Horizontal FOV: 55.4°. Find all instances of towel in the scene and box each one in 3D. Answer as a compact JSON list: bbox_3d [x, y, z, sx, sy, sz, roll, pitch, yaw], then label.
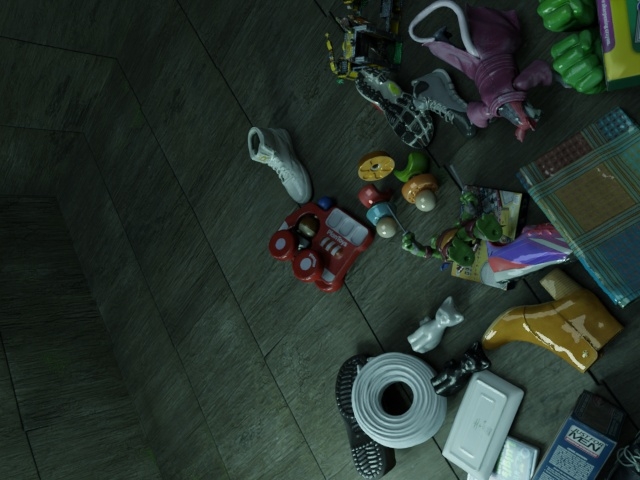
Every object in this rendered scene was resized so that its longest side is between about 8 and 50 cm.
[{"bbox_3d":[0.626,-0.076,1.270,0.271,0.040,0.370,-33,66,8],"label":"towel"}]

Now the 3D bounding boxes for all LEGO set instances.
[{"bbox_3d":[0.101,-0.614,1.735,0.255,0.192,0.331,22,107,42],"label":"LEGO set"}]

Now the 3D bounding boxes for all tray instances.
[{"bbox_3d":[0.410,0.475,1.573,0.145,0.030,0.270,26,102,41],"label":"tray"}]

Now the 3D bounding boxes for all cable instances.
[{"bbox_3d":[0.214,0.434,1.675,0.257,0.089,0.257,-6,63,16],"label":"cable"}]

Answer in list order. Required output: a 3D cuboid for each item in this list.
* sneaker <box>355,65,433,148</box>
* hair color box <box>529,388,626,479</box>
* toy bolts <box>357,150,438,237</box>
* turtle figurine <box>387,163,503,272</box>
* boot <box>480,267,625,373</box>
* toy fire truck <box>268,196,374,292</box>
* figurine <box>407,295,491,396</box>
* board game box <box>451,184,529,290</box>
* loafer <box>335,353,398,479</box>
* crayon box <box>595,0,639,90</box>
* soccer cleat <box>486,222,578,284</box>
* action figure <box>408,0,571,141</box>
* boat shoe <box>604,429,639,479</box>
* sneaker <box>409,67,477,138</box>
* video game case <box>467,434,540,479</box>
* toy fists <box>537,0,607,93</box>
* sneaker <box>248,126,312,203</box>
[{"bbox_3d":[0.214,-0.376,1.697,0.107,0.118,0.279,-41,88,13],"label":"sneaker"},{"bbox_3d":[0.543,0.522,1.360,0.105,0.174,0.347,30,112,25],"label":"hair color box"},{"bbox_3d":[0.190,-0.117,1.669,0.228,0.218,0.158,-50,45,43],"label":"toy bolts"},{"bbox_3d":[0.296,-0.040,1.468,0.266,0.198,0.274,-158,61,-76],"label":"turtle figurine"},{"bbox_3d":[0.531,0.229,1.418,0.295,0.104,0.211,-52,58,28],"label":"boot"},{"bbox_3d":[0.000,0.000,1.914,0.302,0.169,0.254,39,94,36],"label":"toy fire truck"},{"bbox_3d":[0.337,0.270,1.578,0.214,0.092,0.209,63,150,22],"label":"figurine"},{"bbox_3d":[0.428,-0.012,1.548,0.165,0.042,0.243,16,104,43],"label":"board game box"},{"bbox_3d":[0.139,0.521,1.804,0.134,0.130,0.365,-23,58,27],"label":"loafer"},{"bbox_3d":[0.694,-0.502,1.158,0.313,0.106,0.362,-7,87,25],"label":"crayon box"},{"bbox_3d":[0.528,0.002,1.383,0.318,0.109,0.116,-24,81,35],"label":"soccer cleat"},{"bbox_3d":[0.411,-0.397,1.403,0.248,0.276,0.370,-38,52,33],"label":"action figure"},{"bbox_3d":[0.677,0.486,1.302,0.095,0.079,0.254,46,122,34],"label":"boat shoe"},{"bbox_3d":[0.303,-0.339,1.583,0.086,0.132,0.228,90,159,-60],"label":"sneaker"},{"bbox_3d":[0.463,0.586,1.560,0.173,0.022,0.190,15,102,43],"label":"video game case"},{"bbox_3d":[0.555,-0.449,1.317,0.096,0.142,0.279,-23,76,58],"label":"toy fists"},{"bbox_3d":[-0.147,-0.248,2.018,0.108,0.169,0.292,-40,66,36],"label":"sneaker"}]
